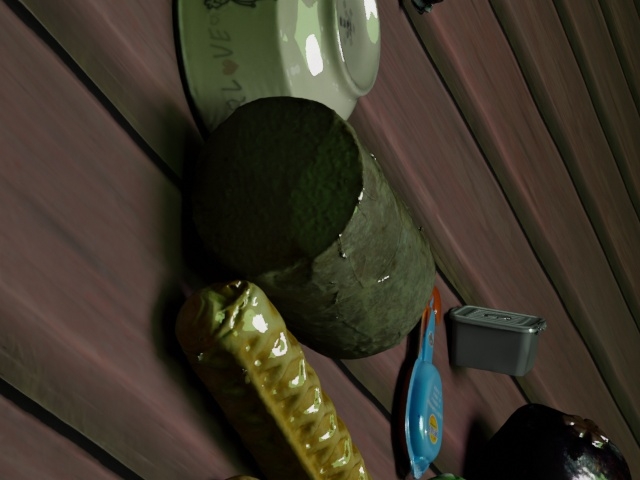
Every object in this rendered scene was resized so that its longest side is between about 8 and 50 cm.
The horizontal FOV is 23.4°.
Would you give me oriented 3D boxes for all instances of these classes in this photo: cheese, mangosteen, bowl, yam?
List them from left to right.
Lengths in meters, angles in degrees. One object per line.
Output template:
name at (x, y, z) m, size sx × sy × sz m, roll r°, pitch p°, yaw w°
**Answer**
bowl at (-0.024, -0.186, 1.382) m, size 0.238 × 0.126 × 0.237 m, roll -3°, pitch 90°, yaw -71°
yam at (0.000, 0.000, 1.357) m, size 0.268 × 0.161 × 0.161 m, roll 51°, pitch 41°, yaw -60°
cheese at (0.121, 0.160, 1.824) m, size 0.106 × 0.037 × 0.256 m, roll 54°, pitch 36°, yaw -56°
mangosteen at (0.301, 0.340, 2.046) m, size 0.243 × 0.243 × 0.243 m, roll -4°, pitch 90°, yaw -69°

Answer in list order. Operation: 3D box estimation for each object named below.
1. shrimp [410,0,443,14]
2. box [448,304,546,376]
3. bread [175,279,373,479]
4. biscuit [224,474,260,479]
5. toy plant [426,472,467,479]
shrimp at (0.091, -0.335, 1.815) m, size 0.082 × 0.076 × 0.174 m, roll -43°, pitch 146°, yaw -10°
box at (0.224, 0.129, 1.990) m, size 0.084 × 0.122 × 0.069 m, roll -16°, pitch 113°, yaw -67°
bread at (-0.030, 0.160, 1.359) m, size 0.084 × 0.077 × 0.367 m, roll -42°, pitch 137°, yaw -15°
biscuit at (-0.071, 0.303, 1.288) m, size 0.226 × 0.042 × 0.225 m, roll -4°, pitch 90°, yaw -67°
toy plant at (0.164, 0.383, 1.746) m, size 0.235 × 0.175 × 0.218 m, roll 44°, pitch 32°, yaw -21°
